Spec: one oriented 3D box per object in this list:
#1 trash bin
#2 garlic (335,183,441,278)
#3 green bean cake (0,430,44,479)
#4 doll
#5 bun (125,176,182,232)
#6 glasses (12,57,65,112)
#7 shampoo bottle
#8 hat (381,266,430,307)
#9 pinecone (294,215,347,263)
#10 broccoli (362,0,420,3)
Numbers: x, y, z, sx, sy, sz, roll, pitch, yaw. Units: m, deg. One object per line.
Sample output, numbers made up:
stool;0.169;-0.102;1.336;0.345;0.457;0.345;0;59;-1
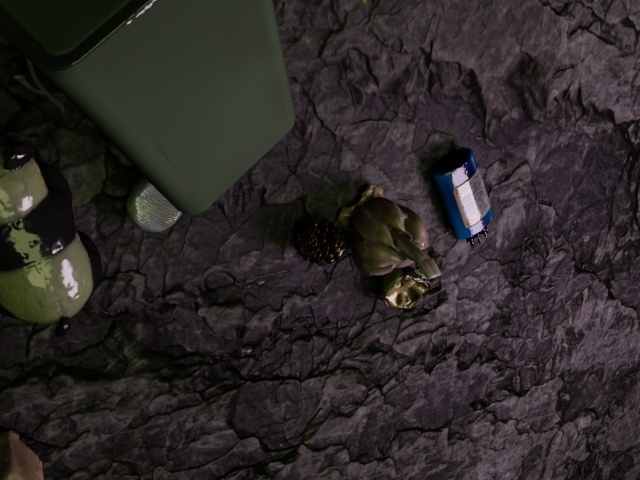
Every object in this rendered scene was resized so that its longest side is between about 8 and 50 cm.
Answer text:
trash bin;-0.157;-0.192;0.681;0.223;0.158;0.343;-45;163;-9
garlic;0.126;0.005;1.018;0.131;0.194;0.127;-38;135;-19
green bean cake;-0.458;0.349;0.850;0.179;0.109;0.085;-36;126;-14
doll;-0.344;-0.006;0.752;0.143;0.135;0.234;-26;119;-22
bun;-0.219;-0.052;0.861;0.083;0.045;0.083;-13;114;-29
glasses;-0.300;-0.190;0.715;0.140;0.062;0.104;48;52;-39
shampoo bottle;0.257;-0.069;1.146;0.087;0.050;0.183;-38;125;-15
hat;0.143;0.076;1.137;0.077;0.059;0.076;12;120;-30
pinecone;0.000;0.000;1.004;0.083;0.077;0.077;3;109;-39
broccoli;0.120;-0.403;0.767;0.347;0.281;0.293;39;88;-37
